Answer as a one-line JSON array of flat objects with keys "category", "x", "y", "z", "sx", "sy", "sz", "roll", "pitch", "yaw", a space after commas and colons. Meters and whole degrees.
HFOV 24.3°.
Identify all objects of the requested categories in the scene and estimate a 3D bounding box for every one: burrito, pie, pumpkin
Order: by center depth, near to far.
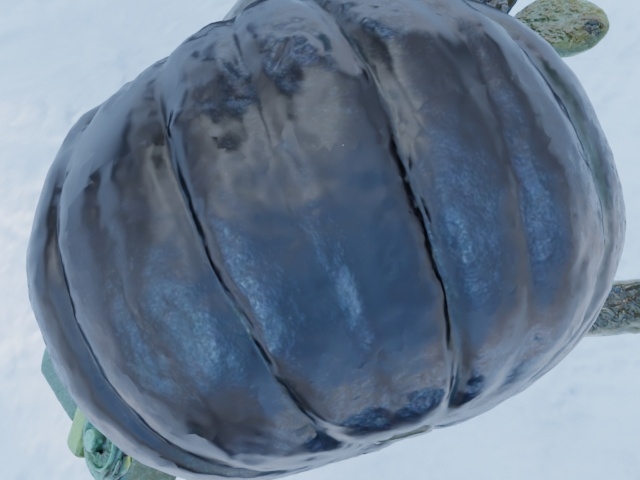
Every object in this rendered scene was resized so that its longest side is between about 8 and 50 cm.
[{"category": "pumpkin", "x": 0.000, "y": 0.000, "z": 0.904, "sx": 0.363, "sy": 0.363, "sz": 0.266, "roll": -19, "pitch": 84, "yaw": -5}, {"category": "pie", "x": 0.192, "y": -0.174, "z": 1.212, "sx": 0.085, "sy": 0.085, "sz": 0.017, "roll": -16, "pitch": 130, "yaw": -5}, {"category": "burrito", "x": 0.237, "y": 0.060, "z": 1.289, "sx": 0.171, "sy": 0.042, "sz": 0.051, "roll": -6, "pitch": 101, "yaw": 19}]

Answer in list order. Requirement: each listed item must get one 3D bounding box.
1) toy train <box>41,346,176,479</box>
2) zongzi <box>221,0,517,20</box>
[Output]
[{"category": "toy train", "x": -0.175, "y": 0.084, "z": 1.582, "sx": 0.160, "sy": 0.253, "sz": 0.397, "roll": 5, "pitch": 115, "yaw": -36}, {"category": "zongzi", "x": 0.071, "y": -0.202, "z": 1.277, "sx": 0.174, "sy": 0.393, "sz": 0.356, "roll": 46, "pitch": 106, "yaw": 5}]
